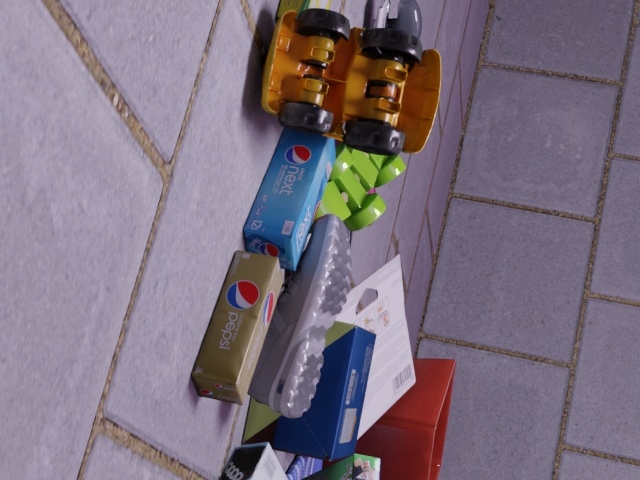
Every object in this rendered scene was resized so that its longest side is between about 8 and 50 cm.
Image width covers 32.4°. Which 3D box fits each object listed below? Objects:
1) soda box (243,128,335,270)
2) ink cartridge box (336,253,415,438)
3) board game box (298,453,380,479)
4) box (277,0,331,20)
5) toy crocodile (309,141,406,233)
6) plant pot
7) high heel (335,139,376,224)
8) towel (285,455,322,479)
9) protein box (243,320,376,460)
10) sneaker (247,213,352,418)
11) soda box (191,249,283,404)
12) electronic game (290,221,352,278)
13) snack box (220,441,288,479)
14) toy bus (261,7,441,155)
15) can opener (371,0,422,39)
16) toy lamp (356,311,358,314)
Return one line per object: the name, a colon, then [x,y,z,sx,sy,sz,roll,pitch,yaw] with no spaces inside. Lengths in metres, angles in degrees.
soda box: [-0.037,-0.065,1.477,0.071,0.067,0.210,85,20,-50]
ink cartridge box: [0.068,0.190,1.941,0.296,0.066,0.261,-32,117,-56]
board game box: [0.003,0.455,1.653,0.317,0.046,0.214,135,-35,-61]
box: [-0.009,-0.344,1.441,0.105,0.043,0.179,62,38,-71]
toy crocodile: [0.044,-0.104,1.670,0.115,0.105,0.340,54,33,-16]
plant pot: [0.116,0.384,2.151,0.267,0.235,0.267,-57,154,-63]
high heel: [0.068,-0.128,1.886,0.117,0.082,0.244,-63,149,-26]
towel: [-0.052,0.513,1.950,0.336,0.040,0.243,-45,143,-69]
protein box: [-0.010,0.219,1.667,0.201,0.135,0.200,37,63,-76]
sneaker: [-0.041,0.088,1.475,0.105,0.115,0.281,53,53,-62]
soda box: [-0.099,0.105,1.352,0.061,0.058,0.181,82,21,-56]
electronic game: [0.000,0.000,1.743,0.229,0.048,0.229,6,90,-71]
snack box: [-0.102,0.440,1.445,0.187,0.060,0.322,65,26,-21]
toy bus: [0.014,-0.195,1.413,0.211,0.220,0.150,-176,-82,-69]
can opener: [0.118,-0.286,1.946,0.076,0.095,0.284,-51,149,-65]
toy lamp: [0.024,0.255,2.011,0.080,0.080,0.275,81,24,-57]
